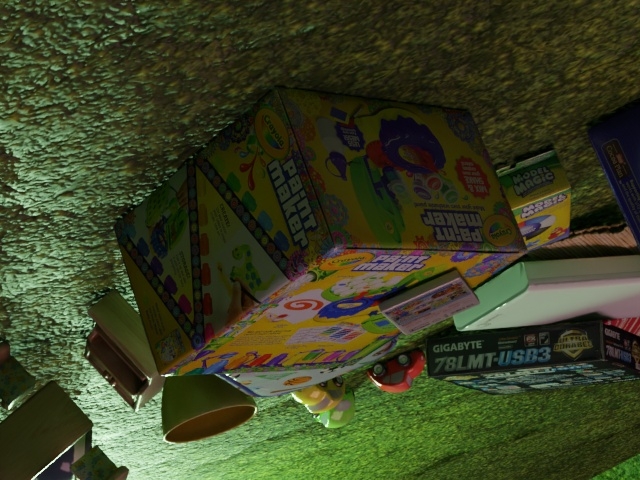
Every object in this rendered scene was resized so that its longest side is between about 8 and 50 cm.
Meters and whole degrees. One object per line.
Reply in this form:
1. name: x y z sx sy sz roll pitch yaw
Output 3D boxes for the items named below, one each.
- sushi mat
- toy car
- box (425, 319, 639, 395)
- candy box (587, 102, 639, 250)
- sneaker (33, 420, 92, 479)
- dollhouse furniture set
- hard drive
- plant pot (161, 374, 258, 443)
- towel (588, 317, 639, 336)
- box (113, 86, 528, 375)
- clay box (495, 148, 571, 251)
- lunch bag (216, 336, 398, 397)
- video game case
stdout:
1. sushi mat: 0.404 0.026 2.198 0.151 0.019 0.316 -11 164 21
2. toy car: 0.045 0.260 2.467 0.239 0.053 0.225 -11 159 -23
3. box: 0.359 0.193 2.435 0.296 0.073 0.293 -9 164 26
4. candy box: 0.507 -0.069 1.709 0.317 0.268 0.122 -26 163 17
5. sneaker: -0.404 0.330 2.185 0.131 0.112 0.319 3 152 -13
6. dollhouse furniture set: -0.298 0.193 1.744 0.242 0.212 0.161 -41 171 -23
7. hard drive: 0.402 0.074 2.222 0.353 0.047 0.233 -2 162 -23
8. plant pot: -0.163 0.209 2.068 0.134 0.095 0.134 -17 160 -6
9. towel: 0.473 0.179 2.697 0.275 0.031 0.199 -18 159 -10
10. box: 0.000 0.000 1.545 0.290 0.177 0.279 2 151 -46
11. clay box: 0.242 -0.037 1.863 0.127 0.053 0.222 -21 161 2
12. lunch bag: -0.035 0.109 1.906 0.243 0.115 0.303 -19 162 6
13. video game case: 0.113 0.065 1.548 0.087 0.011 0.122 -24 161 9
